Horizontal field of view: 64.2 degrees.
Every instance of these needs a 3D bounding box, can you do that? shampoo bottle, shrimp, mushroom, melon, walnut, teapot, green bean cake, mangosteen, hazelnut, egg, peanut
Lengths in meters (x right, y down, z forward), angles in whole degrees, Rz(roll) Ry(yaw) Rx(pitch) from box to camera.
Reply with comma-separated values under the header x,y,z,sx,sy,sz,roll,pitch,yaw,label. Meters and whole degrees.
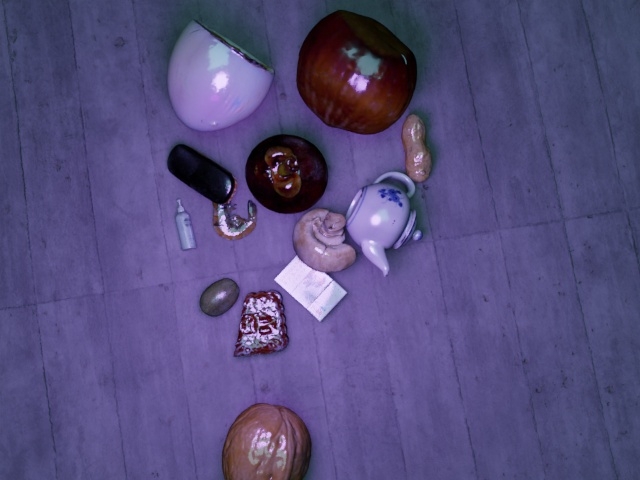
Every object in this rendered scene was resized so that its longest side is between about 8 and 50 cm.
x,y,z,sx,sy,sz,roll,pitch,yaw,label
-0.511,-0.061,1.910,0.056,0.056,0.194,-14,86,-2,shampoo bottle
-0.329,-0.149,1.925,0.169,0.058,0.295,-7,87,-11,shrimp
0.000,0.000,1.808,0.189,0.195,0.253,-24,65,-25,mushroom
-0.372,0.210,1.858,0.167,0.114,0.114,-42,86,-3,melon
-0.183,0.725,1.732,0.334,0.333,0.332,0,85,0,walnut
0.241,-0.070,1.822,0.280,0.252,0.423,24,62,-8,teapot
-0.221,0.300,1.858,0.199,0.097,0.232,-4,85,-1,green bean cake
-0.121,-0.227,1.813,0.298,0.293,0.296,0,127,1,mangosteen
0.132,-0.599,1.821,0.430,0.402,0.401,26,85,-3,hazelnut
-0.385,-0.551,1.826,0.355,0.354,0.339,36,106,3,egg
0.361,-0.348,1.916,0.101,0.117,0.262,-3,81,-31,peanut

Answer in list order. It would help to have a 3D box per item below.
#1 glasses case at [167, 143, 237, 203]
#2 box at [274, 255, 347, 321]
x,y,z,sx,sy,sz,roll,pitch,yaw,label
-0.438,-0.245,1.875,0.321,0.082,0.122,33,101,23,glasses case
-0.037,0.170,1.887,0.233,0.067,0.149,42,87,3,box
